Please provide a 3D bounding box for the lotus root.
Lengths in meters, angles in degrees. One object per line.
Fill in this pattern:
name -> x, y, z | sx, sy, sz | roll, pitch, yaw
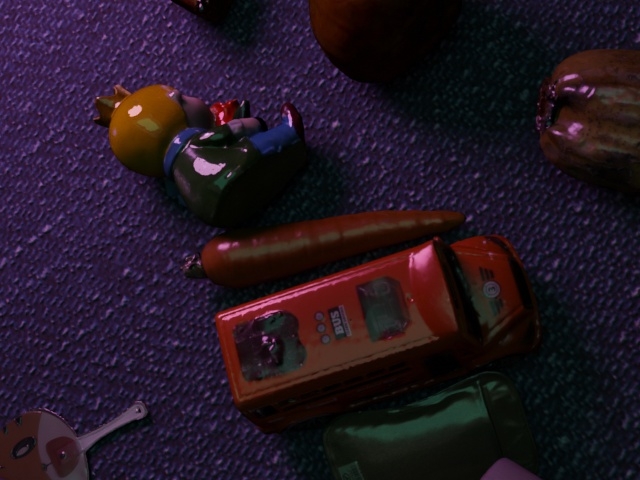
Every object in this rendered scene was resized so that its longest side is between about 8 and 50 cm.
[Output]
lotus root -> 0.365, -0.120, 1.148 | 0.278, 0.154, 0.154 | 12, 77, 17

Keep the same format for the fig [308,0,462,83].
fig -> 0.053, -0.325, 1.270 | 0.190, 0.191, 0.290 | -23, 59, 6

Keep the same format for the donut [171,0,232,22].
donut -> -0.142, -0.384, 1.374 | 0.141, 0.085, 0.217 | 25, 80, 19

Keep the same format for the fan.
fan -> -0.299, 0.248, 1.261 | 0.226, 0.008, 0.153 | -31, 69, 3

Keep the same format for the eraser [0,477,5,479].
eraser -> -0.302, 0.338, 1.214 | 0.225, 0.036, 0.082 | 18, 84, 14

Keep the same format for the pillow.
pillow -> 0.116, 0.224, 1.146 | 0.217, 0.033, 0.130 | -19, 94, 7

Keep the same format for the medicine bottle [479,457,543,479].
medicine bottle -> 0.278, 0.379, 0.972 | 0.384, 0.224, 0.224 | 33, 83, 20

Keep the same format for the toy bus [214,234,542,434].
toy bus -> 0.064, 0.092, 1.147 | 0.329, 0.153, 0.143 | -18, 69, 8

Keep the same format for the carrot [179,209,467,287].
carrot -> 0.000, 0.000, 1.238 | 0.335, 0.069, 0.069 | -12, 71, 6

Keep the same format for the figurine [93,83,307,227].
figurine -> -0.143, -0.130, 1.287 | 0.185, 0.127, 0.234 | -43, 55, -15
